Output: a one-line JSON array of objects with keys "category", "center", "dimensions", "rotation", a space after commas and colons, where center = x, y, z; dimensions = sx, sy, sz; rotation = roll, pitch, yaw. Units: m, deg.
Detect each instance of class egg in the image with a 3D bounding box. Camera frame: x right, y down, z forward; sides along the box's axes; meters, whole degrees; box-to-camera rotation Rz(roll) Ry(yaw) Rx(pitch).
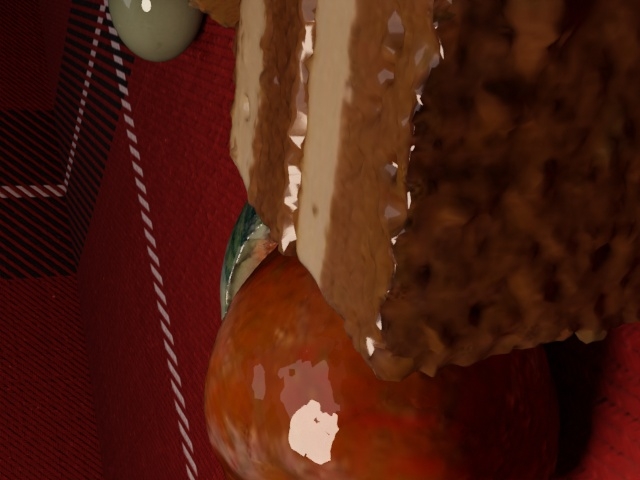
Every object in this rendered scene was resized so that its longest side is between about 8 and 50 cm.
[{"category": "egg", "center": [-0.252, -0.372, 1.330], "dimensions": [0.149, 0.149, 0.192], "rotation": [-138, 49, -57]}]

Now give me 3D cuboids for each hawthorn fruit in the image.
[{"category": "hawthorn fruit", "center": [0.037, 0.114, 0.636], "dimensions": [0.284, 0.284, 0.284], "rotation": [177, 90, -65]}]

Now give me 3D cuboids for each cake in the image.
[{"category": "cake", "center": [0.101, -0.109, 0.491], "dimensions": [0.290, 0.256, 0.282], "rotation": [-129, 40, -58]}]

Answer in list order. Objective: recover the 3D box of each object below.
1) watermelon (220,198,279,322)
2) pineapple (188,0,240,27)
[{"category": "watermelon", "center": [0.000, 0.000, 0.806], "dimensions": [0.176, 0.260, 0.256], "rotation": [59, 162, 23]}, {"category": "pineapple", "center": [-0.075, -0.370, 0.920], "dimensions": [0.362, 0.202, 0.202], "rotation": [-105, 25, -48]}]
